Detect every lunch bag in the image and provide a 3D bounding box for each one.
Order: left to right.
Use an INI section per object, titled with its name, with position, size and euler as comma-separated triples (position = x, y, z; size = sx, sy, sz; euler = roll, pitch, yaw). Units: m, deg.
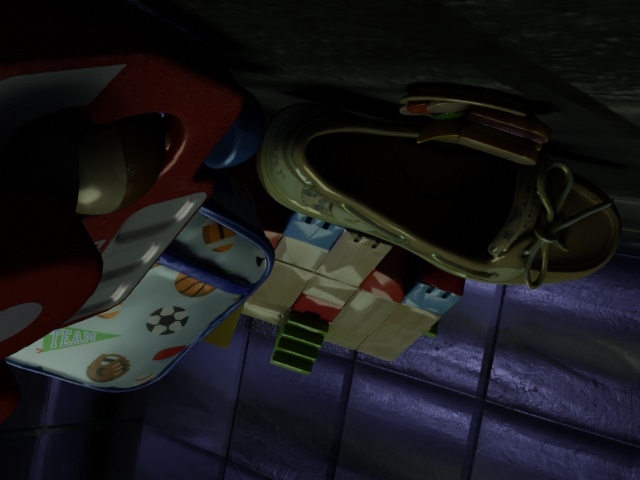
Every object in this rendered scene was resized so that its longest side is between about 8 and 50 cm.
[lunch bag]
position = -0.199, -0.004, 0.686
size = 0.303, 0.243, 0.115
euler = 29, -151, -41

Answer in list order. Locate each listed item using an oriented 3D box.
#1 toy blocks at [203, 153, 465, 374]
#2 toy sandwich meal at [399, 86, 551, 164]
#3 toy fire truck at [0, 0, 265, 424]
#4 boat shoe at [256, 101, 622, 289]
[toy blocks]
position = 0.000, 0.000, 0.898
size = 0.381, 0.191, 0.261
euler = 20, 148, -9
[toy sandwich meal]
position = 0.083, -0.062, 0.469
size = 0.085, 0.029, 0.085
euler = 10, -179, 0
[toy fire truck]
position = -0.158, -0.018, 0.464
size = 0.253, 0.169, 0.302
euler = -22, 162, -48
[boat shoe]
position = 0.098, -0.024, 0.589
size = 0.285, 0.105, 0.089
euler = 11, -176, -18
